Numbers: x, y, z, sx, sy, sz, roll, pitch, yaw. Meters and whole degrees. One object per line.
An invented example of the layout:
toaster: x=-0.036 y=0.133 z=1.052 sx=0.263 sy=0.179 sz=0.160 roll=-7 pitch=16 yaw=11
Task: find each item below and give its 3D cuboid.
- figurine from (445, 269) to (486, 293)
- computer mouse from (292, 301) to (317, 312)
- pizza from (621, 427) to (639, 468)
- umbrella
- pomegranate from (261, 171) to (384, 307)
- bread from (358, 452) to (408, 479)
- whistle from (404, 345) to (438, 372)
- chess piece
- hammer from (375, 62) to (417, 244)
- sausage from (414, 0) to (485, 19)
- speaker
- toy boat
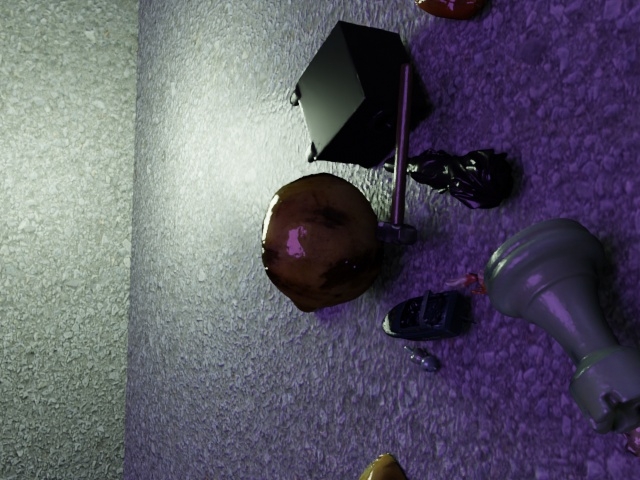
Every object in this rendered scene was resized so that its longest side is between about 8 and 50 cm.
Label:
figurine: x=0.295 y=0.079 z=1.266 sx=0.109 sy=0.064 sz=0.047 roll=-9 pitch=104 yaw=40
computer mouse: x=-0.056 y=0.039 z=1.751 sx=0.158 sy=0.072 sz=0.310 roll=-44 pitch=54 yaw=46
pizza: x=0.603 y=0.336 z=0.787 sx=0.435 sy=0.080 sz=0.391 roll=-34 pitch=58 yaw=50
umbrella: x=0.241 y=-0.137 z=1.317 sx=0.340 sy=0.118 sz=0.118 roll=20 pitch=103 yaw=54
pomegranate: x=0.000 y=0.000 z=1.484 sx=0.322 sy=0.322 sz=0.321 roll=-7 pitch=82 yaw=54
bread: x=0.151 y=0.575 z=1.432 sx=0.160 sy=0.169 sz=0.140 roll=37 pitch=127 yaw=3
whistle: x=0.213 y=0.249 z=1.386 sx=0.100 sy=0.035 sz=0.035 roll=31 pitch=112 yaw=53
chess piece: x=0.388 y=0.131 z=0.985 sx=0.194 sy=0.195 sz=0.299 roll=-57 pitch=36 yaw=35
hammer: x=0.165 y=-0.173 z=1.336 sx=0.111 sy=0.044 sz=0.365 roll=-167 pitch=81 yaw=-69
sausage: x=0.267 y=-0.495 z=1.337 sx=0.179 sy=0.089 sz=0.089 roll=32 pitch=113 yaw=47
speaker: x=0.081 y=-0.315 z=1.492 sx=0.254 sy=0.184 sz=0.232 roll=-47 pitch=50 yaw=47
toy boat: x=0.201 y=0.158 z=1.358 sx=0.246 sy=0.103 sz=0.092 roll=-21 pitch=46 yaw=58
